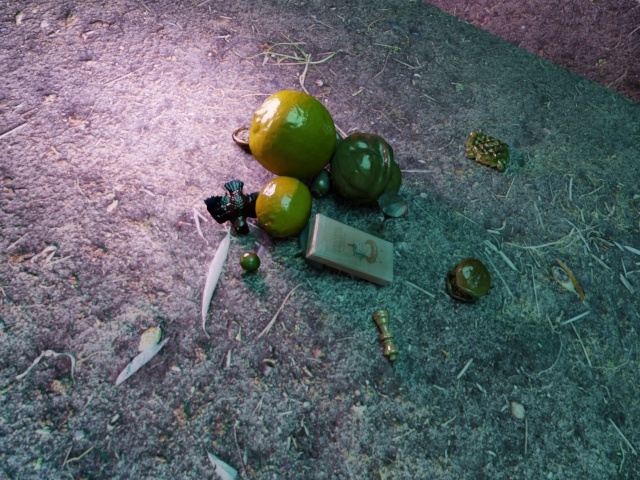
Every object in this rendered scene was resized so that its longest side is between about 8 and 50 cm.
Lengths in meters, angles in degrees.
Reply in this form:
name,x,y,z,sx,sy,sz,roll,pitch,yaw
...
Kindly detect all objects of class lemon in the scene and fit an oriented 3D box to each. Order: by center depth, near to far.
name,x,y,z,sx,sy,sz,roll,pitch,yaw
lemon,-0.130,-0.121,1.605,0.204,0.204,0.260,18,52,-2
lemon,-0.101,-0.392,1.685,0.347,0.348,0.348,7,55,-10

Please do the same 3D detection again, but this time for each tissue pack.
name,x,y,z,sx,sy,sz,roll,pitch,yaw
tissue pack,0.111,0.035,1.591,0.325,0.071,0.170,22,57,-21

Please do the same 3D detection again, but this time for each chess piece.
name,x,y,z,sx,sy,sz,roll,pitch,yaw
chess piece,0.222,0.319,1.492,0.060,0.060,0.172,-3,60,-17

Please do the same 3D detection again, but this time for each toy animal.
name,x,y,z,sx,sy,sz,roll,pitch,yaw
toy animal,-0.300,-0.116,1.608,0.218,0.116,0.180,-7,58,-27

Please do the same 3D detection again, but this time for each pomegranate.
name,x,y,z,sx,sy,sz,roll,pitch,yaw
pomegranate,-0.240,0.082,1.524,0.073,0.073,0.085,-1,93,-16

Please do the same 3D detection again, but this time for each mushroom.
name,x,y,z,sx,sy,sz,roll,pitch,yaw
mushroom,-0.306,-0.420,1.852,0.123,0.052,0.123,11,46,-11

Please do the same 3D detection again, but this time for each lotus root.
name,x,y,z,sx,sy,sz,roll,pitch,yaw
lotus root,0.005,-0.241,1.796,0.088,0.088,0.165,16,46,-4

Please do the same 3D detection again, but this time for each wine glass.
name,x,y,z,sx,sy,sz,roll,pitch,yaw
wine glass,0.244,-0.084,1.693,0.122,0.183,0.122,9,56,-13

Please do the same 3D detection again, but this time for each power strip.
name,x,y,z,sx,sy,sz,roll,pitch,yaw
power strip,0.000,0.000,1.649,0.167,0.054,0.253,40,55,16

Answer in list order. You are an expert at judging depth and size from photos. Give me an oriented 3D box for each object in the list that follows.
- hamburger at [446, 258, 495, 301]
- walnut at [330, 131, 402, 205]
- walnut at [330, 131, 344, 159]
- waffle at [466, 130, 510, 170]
name,x,y,z,sx,sy,sz,roll,pitch,yaw
hamburger,0.564,0.150,1.653,0.184,0.131,0.159,14,57,-10
walnut,0.177,-0.278,1.767,0.253,0.282,0.277,-20,64,18
walnut,0.027,-0.410,1.889,0.162,0.140,0.140,46,57,6
waffle,0.821,-0.446,2.177,0.223,0.054,0.204,23,53,2
